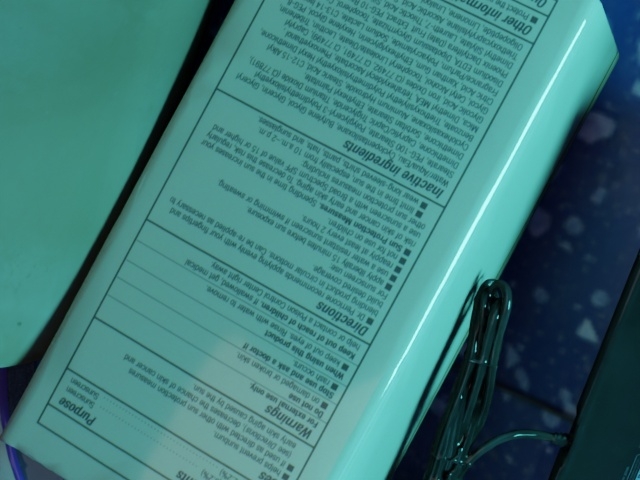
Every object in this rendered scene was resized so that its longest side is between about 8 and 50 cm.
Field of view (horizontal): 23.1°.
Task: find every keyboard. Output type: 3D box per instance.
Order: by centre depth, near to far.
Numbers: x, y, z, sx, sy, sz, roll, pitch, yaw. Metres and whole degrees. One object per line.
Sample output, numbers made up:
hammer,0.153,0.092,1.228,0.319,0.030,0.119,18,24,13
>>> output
keyboard,0.137,0.097,0.765,0.201,0.033,0.317,13,109,-15

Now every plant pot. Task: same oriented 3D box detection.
plant pot,-0.189,-0.096,0.767,0.323,0.323,0.280,12,105,24

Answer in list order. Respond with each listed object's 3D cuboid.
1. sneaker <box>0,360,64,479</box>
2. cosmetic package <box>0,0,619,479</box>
sneaker,-0.047,0.149,0.874,0.236,0.130,0.323,-18,88,18
cosmetic package,0.000,0.000,0.756,0.160,0.113,0.309,30,92,17
